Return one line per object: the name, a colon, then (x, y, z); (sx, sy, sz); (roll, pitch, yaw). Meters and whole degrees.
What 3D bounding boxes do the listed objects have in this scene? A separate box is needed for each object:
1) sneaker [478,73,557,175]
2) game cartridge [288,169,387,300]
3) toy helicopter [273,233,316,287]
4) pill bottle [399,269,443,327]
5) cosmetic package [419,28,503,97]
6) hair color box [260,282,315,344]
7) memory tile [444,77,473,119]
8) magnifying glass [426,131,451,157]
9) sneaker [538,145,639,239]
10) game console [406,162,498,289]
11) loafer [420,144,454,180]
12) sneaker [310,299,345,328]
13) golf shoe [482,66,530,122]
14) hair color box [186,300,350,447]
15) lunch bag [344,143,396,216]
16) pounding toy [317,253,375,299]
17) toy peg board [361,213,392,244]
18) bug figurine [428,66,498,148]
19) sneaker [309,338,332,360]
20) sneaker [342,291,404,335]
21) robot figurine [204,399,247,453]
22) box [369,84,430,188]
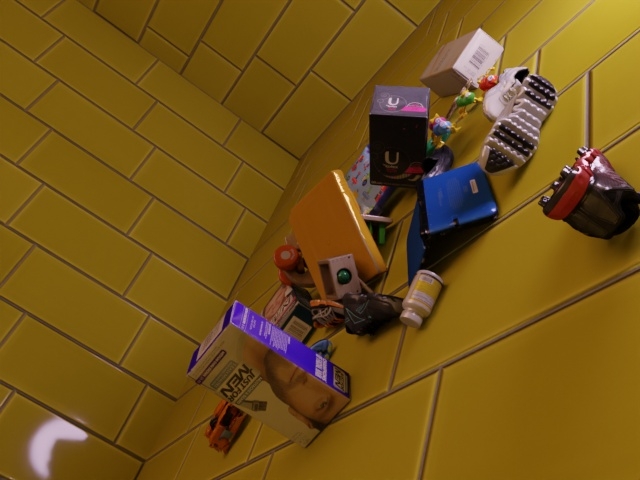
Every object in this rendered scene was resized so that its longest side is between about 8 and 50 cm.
sneaker: (0.437, -0.246, 1.445); (0.292, 0.110, 0.118); (-52, 3, -26)
game cartridge: (0.039, 0.000, 1.852); (0.052, 0.324, 0.285); (-12, -17, -38)
toy helicopter: (0.000, 0.000, 2.122); (0.140, 0.234, 0.355); (80, -156, -57)
pill bottle: (0.215, 0.127, 1.368); (0.116, 0.065, 0.065); (-60, 14, -22)
cosmetic package: (0.467, -0.591, 2.137); (0.160, 0.113, 0.309); (-56, 14, -2)
hair color box: (-0.105, 0.252, 2.113); (0.174, 0.105, 0.347); (-54, 12, 2)
memory tile: (0.438, -0.446, 2.007); (0.113, 0.012, 0.148); (-54, -6, -7)
magnifying glass: (0.336, -0.279, 2.037); (0.231, 0.026, 0.092); (-46, 16, 29)
sneaker: (0.439, -0.072, 1.009); (0.276, 0.135, 0.098); (-33, -25, -57)
game console: (0.304, -0.029, 1.527); (0.250, 0.173, 0.293); (-18, 27, 15)
loafer: (0.324, -0.212, 1.783); (0.076, 0.078, 0.223); (-43, 17, 39)
sneaker: (0.040, 0.209, 1.796); (0.215, 0.084, 0.083); (-13, 72, 63)
golf shoe: (0.492, -0.393, 1.676); (0.176, 0.069, 0.086); (-60, 20, -15)
hair color box: (-0.116, 0.315, 1.477); (0.185, 0.338, 0.110); (-51, 16, 19)
lunch bag: (0.168, -0.162, 2.109); (0.221, 0.138, 0.293); (-55, 17, 18)
pounding toy: (0.071, 0.105, 1.732); (0.100, 0.130, 0.141); (-14, 0, -18)
toy peg board: (0.115, -0.020, 1.925); (0.160, 0.161, 0.079); (141, 133, -69)
bug figurine: (0.398, -0.375, 1.821); (0.279, 0.072, 0.216); (-44, 6, -6)
sneaker: (-0.037, 0.335, 1.748); (0.188, 0.067, 0.078); (-53, 19, 22)
sneaker: (0.131, 0.182, 1.533); (0.267, 0.101, 0.106); (165, 116, -69)
robot figurine: (-0.273, 0.533, 2.062); (0.291, 0.085, 0.211); (-58, 14, -10)
box: (0.230, -0.299, 1.856); (0.270, 0.165, 0.143); (84, -165, -47)
